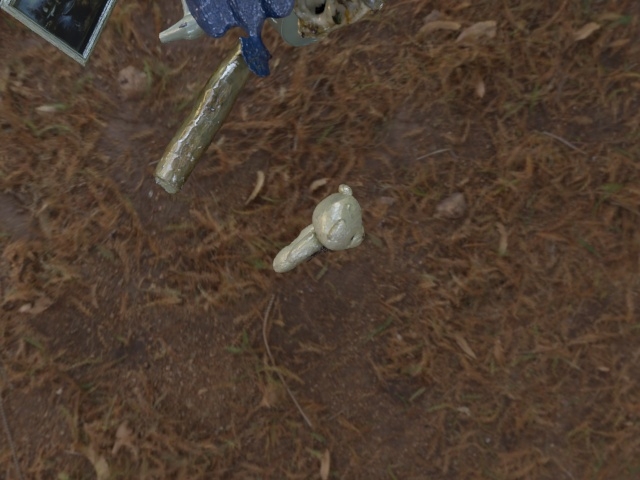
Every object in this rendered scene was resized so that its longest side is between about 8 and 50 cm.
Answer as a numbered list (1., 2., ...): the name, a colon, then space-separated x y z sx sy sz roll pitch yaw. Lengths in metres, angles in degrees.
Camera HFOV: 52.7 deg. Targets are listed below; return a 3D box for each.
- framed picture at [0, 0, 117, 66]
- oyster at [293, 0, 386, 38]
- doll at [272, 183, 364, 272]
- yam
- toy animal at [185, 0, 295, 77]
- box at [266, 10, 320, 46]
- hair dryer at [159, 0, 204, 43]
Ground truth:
1. framed picture: -0.586 -0.599 1.523 0.232 0.019 0.296 34 69 -46
2. oyster: 0.037 -0.457 1.201 0.166 0.294 0.094 41 70 -38
3. doll: 0.002 -0.002 1.598 0.149 0.175 0.278 30 135 -27
4. yam: -0.204 -0.230 1.177 0.067 0.071 0.317 40 76 -45
5. toy animal: -0.127 -0.420 1.105 0.239 0.176 0.255 -15 126 24
6. box: -0.047 -0.620 1.610 0.226 0.226 0.149 -37 73 -5
7. hair dryer: -0.404 -0.645 1.811 0.167 0.067 0.199 -25 86 25
